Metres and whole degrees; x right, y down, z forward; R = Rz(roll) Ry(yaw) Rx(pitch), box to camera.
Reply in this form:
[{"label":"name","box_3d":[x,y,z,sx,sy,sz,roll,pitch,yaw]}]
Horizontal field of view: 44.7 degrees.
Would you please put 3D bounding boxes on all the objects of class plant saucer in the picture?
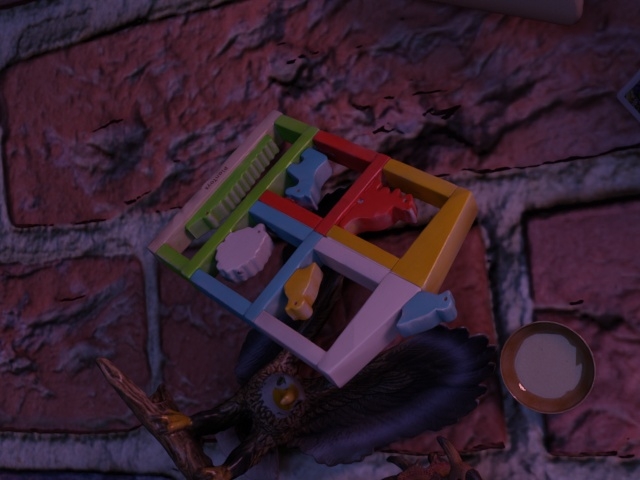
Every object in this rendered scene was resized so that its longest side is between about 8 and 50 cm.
[{"label":"plant saucer","box_3d":[0.204,0.112,0.697,0.083,0.015,0.083,2,94,25]}]

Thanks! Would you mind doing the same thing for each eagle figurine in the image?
[{"label":"eagle figurine","box_3d":[-0.015,0.125,0.733,0.298,0.225,0.226,-37,119,-11]}]

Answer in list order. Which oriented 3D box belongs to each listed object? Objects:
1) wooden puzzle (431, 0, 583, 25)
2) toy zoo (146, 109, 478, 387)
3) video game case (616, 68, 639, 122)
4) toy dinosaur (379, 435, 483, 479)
[{"label":"wooden puzzle","box_3d":[0.128,-0.309,0.630,0.221,0.044,0.239,24,124,37]},{"label":"toy zoo","box_3d":[0.000,0.000,0.678,0.293,0.030,0.192,28,71,37]},{"label":"video game case","box_3d":[0.326,-0.100,0.559,0.173,0.022,0.190,53,154,14]},{"label":"toy dinosaur","box_3d":[0.058,0.289,0.722,0.295,0.127,0.200,-19,81,34]}]
